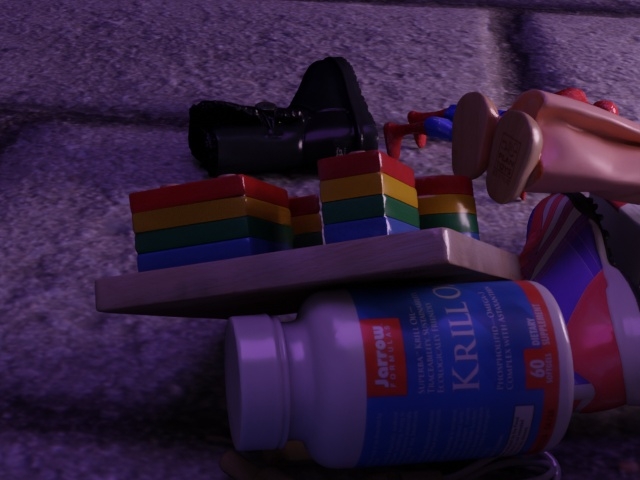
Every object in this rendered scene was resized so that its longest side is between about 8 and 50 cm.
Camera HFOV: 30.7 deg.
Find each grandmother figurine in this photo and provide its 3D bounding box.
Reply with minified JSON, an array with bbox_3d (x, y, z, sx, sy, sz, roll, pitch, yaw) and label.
[{"bbox_3d":[0.293,-0.060,0.996,0.343,0.104,0.208,4,26,-25],"label":"grandmother figurine"}]

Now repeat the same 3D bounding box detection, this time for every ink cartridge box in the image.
[{"bbox_3d":[0.367,-0.009,1.145,0.175,0.072,0.127,-5,26,-12],"label":"ink cartridge box"}]

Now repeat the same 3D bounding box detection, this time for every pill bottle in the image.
[{"bbox_3d":[0.049,0.093,0.803,0.222,0.124,0.124,-3,26,-12],"label":"pill bottle"}]

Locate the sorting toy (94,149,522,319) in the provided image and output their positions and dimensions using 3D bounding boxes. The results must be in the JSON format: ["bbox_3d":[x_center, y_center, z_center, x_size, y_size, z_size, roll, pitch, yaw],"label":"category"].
[{"bbox_3d":[0.000,0.000,0.895,0.257,0.089,0.255,-9,-8,19],"label":"sorting toy"}]

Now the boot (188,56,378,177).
[{"bbox_3d":[-0.056,-0.153,1.403,0.207,0.094,0.246,-1,32,-12],"label":"boot"}]

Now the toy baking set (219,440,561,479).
[{"bbox_3d":[0.059,0.165,0.822,0.197,0.030,0.256,-19,32,-36],"label":"toy baking set"}]

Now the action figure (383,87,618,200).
[{"bbox_3d":[0.217,-0.097,1.327,0.280,0.139,0.091,-6,18,42],"label":"action figure"}]

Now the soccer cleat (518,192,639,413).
[{"bbox_3d":[0.200,0.044,1.007,0.117,0.108,0.318,-12,24,5],"label":"soccer cleat"}]
